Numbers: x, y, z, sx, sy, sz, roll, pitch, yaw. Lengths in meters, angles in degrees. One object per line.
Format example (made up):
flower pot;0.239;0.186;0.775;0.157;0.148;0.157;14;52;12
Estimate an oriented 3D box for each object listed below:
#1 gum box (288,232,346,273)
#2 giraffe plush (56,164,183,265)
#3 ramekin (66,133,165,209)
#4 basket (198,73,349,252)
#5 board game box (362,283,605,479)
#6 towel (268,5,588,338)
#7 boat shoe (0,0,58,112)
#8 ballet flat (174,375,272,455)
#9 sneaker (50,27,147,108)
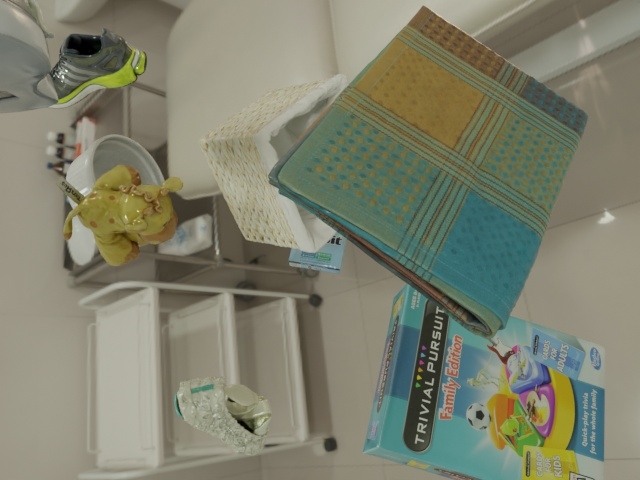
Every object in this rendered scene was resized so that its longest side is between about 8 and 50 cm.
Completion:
gum box;0.000;0.000;1.704;0.156;0.041;0.184;9;64;7
giraffe plush;-0.321;-0.052;0.980;0.170;0.210;0.182;2;74;27
ramekin;-0.445;-0.113;1.213;0.109;0.207;0.207;-21;68;25
basket;-0.067;-0.192;1.418;0.266;0.328;0.331;5;129;43
board game box;0.256;0.238;0.852;0.079;0.336;0.254;116;171;-61
towel;0.146;-0.103;0.631;0.271;0.370;0.040;35;146;1
boat shoe;-0.351;-0.234;0.585;0.367;0.135;0.157;-161;59;-72
ballet flat;-0.192;0.419;1.347;0.146;0.409;0.147;-9;61;16
sneaker;-0.535;-0.385;1.228;0.299;0.121;0.111;-15;58;15
